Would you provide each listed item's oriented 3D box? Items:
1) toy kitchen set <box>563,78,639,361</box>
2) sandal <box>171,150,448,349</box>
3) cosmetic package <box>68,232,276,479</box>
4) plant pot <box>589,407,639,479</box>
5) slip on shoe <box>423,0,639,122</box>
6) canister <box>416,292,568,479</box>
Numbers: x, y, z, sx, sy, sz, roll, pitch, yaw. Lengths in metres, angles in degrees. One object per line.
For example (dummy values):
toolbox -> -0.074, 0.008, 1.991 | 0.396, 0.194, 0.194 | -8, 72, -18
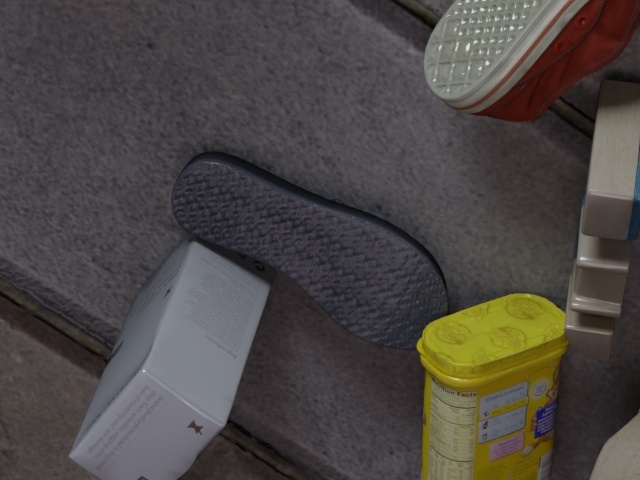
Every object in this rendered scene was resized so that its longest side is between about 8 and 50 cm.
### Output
toy kitchen set -> 0.286, -0.005, 1.562 | 0.166, 0.122, 0.207 | 8, 141, 6
sandal -> 0.000, -0.001, 1.641 | 0.254, 0.054, 0.097 | 32, 111, -4
cosmetic package -> -0.117, 0.096, 1.609 | 0.085, 0.231, 0.117 | 36, 120, -10
plant pot -> 0.383, 0.242, 1.539 | 0.305, 0.334, 0.334 | 0, 125, 44
slip on shoe -> 0.217, -0.209, 1.449 | 0.101, 0.123, 0.331 | 22, 123, -41
canister -> 0.142, 0.142, 1.658 | 0.126, 0.073, 0.170 | -17, 127, -26
